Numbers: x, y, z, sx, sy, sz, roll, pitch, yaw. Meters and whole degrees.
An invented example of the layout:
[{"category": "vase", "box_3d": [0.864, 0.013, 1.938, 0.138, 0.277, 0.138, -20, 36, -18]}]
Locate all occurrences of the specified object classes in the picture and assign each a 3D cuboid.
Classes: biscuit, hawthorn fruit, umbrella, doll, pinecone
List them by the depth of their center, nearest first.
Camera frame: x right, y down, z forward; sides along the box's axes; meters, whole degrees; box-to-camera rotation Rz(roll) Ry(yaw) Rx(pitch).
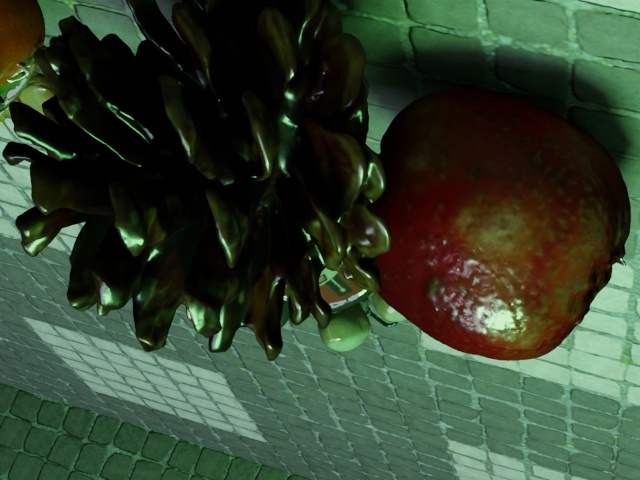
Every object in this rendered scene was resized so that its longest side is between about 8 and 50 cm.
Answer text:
[{"category": "pinecone", "box_3d": [-0.111, -0.072, 1.165, 0.397, 0.398, 0.398, 18, 158, 8]}, {"category": "hawthorn fruit", "box_3d": [0.157, -0.027, 1.274, 0.307, 0.265, 0.265, 35, 162, 16]}, {"category": "doll", "box_3d": [0.000, 0.000, 1.596, 0.235, 0.174, 0.330, -24, 142, 19]}, {"category": "biscuit", "box_3d": [-0.450, -0.200, 1.700, 0.234, 0.030, 0.153, 16, 156, 10]}, {"category": "umbrella", "box_3d": [0.014, 0.071, 1.904, 0.269, 0.044, 0.044, 34, 127, -26]}]

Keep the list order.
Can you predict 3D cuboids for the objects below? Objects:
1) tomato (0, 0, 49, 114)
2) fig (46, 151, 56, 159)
[{"category": "tomato", "box_3d": [-0.425, -0.210, 1.355, 0.224, 0.256, 0.256, 43, 155, -7]}, {"category": "fig", "box_3d": [-0.229, -0.112, 1.557, 0.175, 0.175, 0.207, -3, 163, 45]}]
